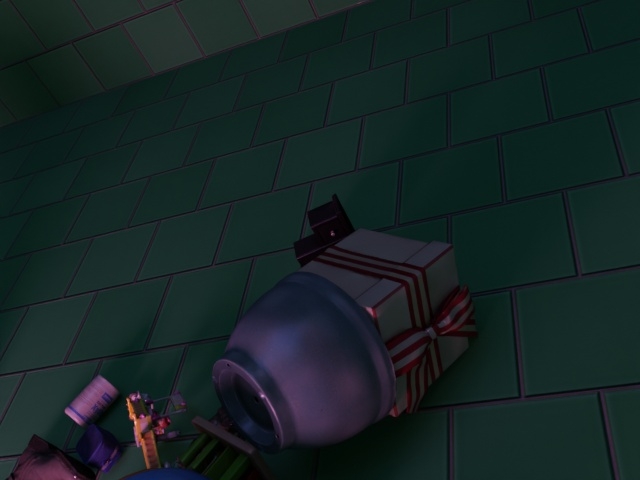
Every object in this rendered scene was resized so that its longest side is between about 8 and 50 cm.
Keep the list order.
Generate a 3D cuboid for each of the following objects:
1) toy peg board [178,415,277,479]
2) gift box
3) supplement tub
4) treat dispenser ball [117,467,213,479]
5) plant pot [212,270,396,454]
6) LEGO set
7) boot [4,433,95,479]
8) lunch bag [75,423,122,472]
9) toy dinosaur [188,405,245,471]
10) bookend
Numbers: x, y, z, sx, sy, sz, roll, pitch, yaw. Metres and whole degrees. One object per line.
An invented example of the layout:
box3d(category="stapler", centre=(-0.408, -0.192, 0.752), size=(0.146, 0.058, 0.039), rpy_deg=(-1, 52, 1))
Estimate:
box3d(category="toy peg board", centre=(-0.159, 0.407, 1.214), size=(0.161, 0.160, 0.079), rpy_deg=(14, 49, 42))
box3d(category="gift box", centre=(0.126, 0.149, 1.266), size=(0.258, 0.276, 0.255), rpy_deg=(12, 41, 45))
box3d(category="supplement tub", centre=(-0.511, 0.363, 1.568), size=(0.071, 0.071, 0.107), rpy_deg=(19, 59, 44))
box3d(category="treat dispenser ball", centre=(-0.242, 0.490, 1.049), size=(0.288, 0.288, 0.288), rpy_deg=(-18, 40, 15))
box3d(category="plant pot", centre=(-0.051, 0.223, 1.146), size=(0.196, 0.293, 0.293), rpy_deg=(-29, 32, -35))
box3d(category="LEGO set", centre=(-0.305, 0.390, 1.379), size=(0.107, 0.132, 0.287), rpy_deg=(-11, 36, -22))
box3d(category="boot", centre=(-0.577, 0.514, 1.451), size=(0.246, 0.083, 0.161), rpy_deg=(6, 57, 44))
box3d(category="lunch bag", centre=(-0.455, 0.435, 1.454), size=(0.067, 0.065, 0.098), rpy_deg=(-55, 36, -7))
box3d(category="toy dinosaur", centre=(-0.160, 0.344, 1.376), size=(0.118, 0.064, 0.268), rpy_deg=(7, 48, 46))
box3d(category="bookend", centre=(0.000, 0.000, 1.575), size=(0.156, 0.157, 0.072), rpy_deg=(-23, 38, 8))
